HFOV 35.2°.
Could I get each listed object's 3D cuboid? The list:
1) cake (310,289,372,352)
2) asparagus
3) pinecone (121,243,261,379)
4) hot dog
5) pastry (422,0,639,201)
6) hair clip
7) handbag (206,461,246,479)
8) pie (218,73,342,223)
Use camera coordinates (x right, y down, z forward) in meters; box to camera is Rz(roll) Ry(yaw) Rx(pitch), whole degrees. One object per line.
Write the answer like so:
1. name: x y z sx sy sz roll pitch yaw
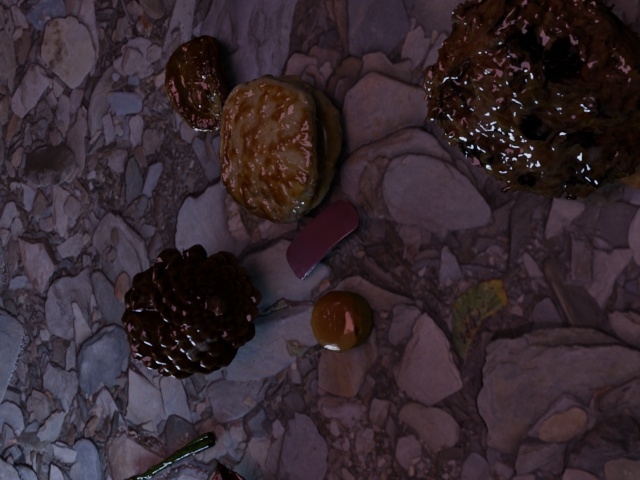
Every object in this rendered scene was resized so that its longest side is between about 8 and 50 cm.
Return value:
1. cake: 0.028 0.108 1.354 0.084 0.044 0.084 -1 88 38
2. asparagus: -0.245 0.348 1.567 0.233 0.022 0.023 -32 115 29
3. pinecone: -0.197 0.112 1.439 0.185 0.169 0.212 38 125 -14
4. hot dog: -0.177 -0.233 1.496 0.099 0.065 0.147 -14 79 26
5. pastry: 0.250 -0.175 1.113 0.275 0.275 0.193 -3 46 36
6. hair clip: -0.001 -0.001 1.390 0.137 0.022 0.054 -44 62 28
7. handbag: -0.087 0.453 1.382 0.298 0.151 0.171 43 110 36
8. pie: -0.058 -0.126 1.394 0.179 0.084 0.205 3 93 38
